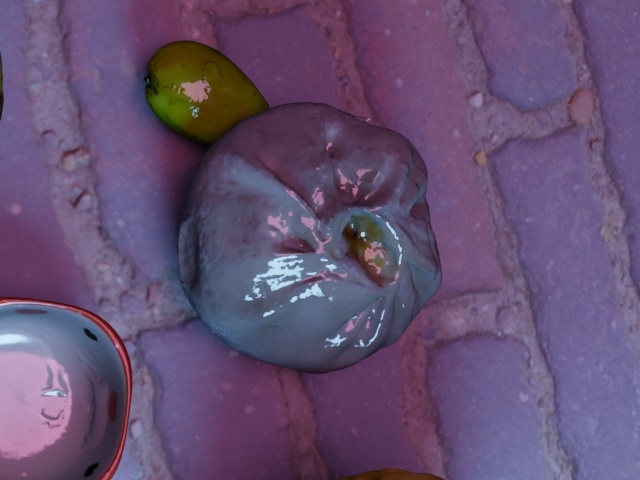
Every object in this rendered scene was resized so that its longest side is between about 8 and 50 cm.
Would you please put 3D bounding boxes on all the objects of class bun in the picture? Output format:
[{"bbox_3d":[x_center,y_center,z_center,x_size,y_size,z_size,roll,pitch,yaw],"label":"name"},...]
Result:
[{"bbox_3d":[-0.005,0.004,1.631,0.354,0.194,0.354,-6,102,-29],"label":"bun"}]

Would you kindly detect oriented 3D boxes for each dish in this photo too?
[{"bbox_3d":[-0.344,0.185,1.527,0.256,0.117,0.256,2,85,-24],"label":"dish"}]

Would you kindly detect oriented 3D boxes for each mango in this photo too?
[{"bbox_3d":[-0.136,-0.177,1.661,0.178,0.100,0.119,26,72,-32],"label":"mango"}]

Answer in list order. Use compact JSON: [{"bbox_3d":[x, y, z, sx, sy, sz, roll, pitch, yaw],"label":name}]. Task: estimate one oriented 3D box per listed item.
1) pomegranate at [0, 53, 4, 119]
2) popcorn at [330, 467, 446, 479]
[{"bbox_3d":[-0.437,-0.179,1.429,0.204,0.276,0.222,-5,70,-23],"label":"pomegranate"},{"bbox_3d":[0.054,0.433,1.563,0.344,0.354,0.390,29,99,-11],"label":"popcorn"}]
